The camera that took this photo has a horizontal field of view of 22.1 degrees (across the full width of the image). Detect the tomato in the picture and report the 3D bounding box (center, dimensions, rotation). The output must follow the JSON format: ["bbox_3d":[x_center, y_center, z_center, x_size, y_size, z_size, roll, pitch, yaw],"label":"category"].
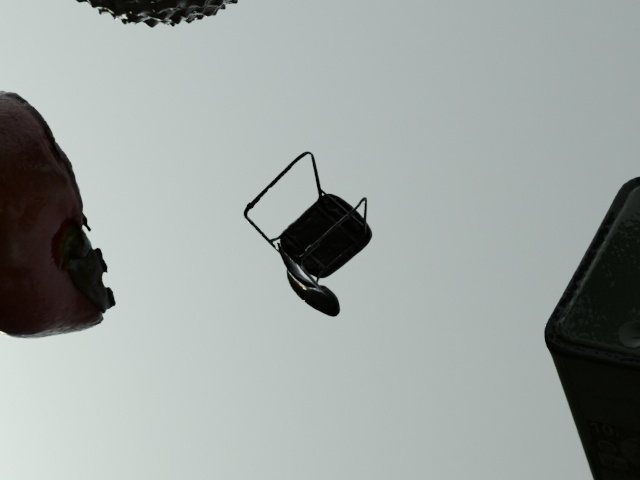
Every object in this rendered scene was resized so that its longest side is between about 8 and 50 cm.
[{"bbox_3d":[-0.421,-0.013,2.077,0.289,0.176,0.335,30,-41,47],"label":"tomato"}]

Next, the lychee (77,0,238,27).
[{"bbox_3d":[-0.162,-0.357,1.673,0.300,0.300,0.300,50,-24,32],"label":"lychee"}]

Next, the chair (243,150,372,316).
[{"bbox_3d":[0.000,0.000,2.513,0.140,0.145,0.221,41,-13,32],"label":"chair"}]

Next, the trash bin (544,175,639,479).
[{"bbox_3d":[0.341,0.145,1.493,0.158,0.223,0.343,9,-42,32],"label":"trash bin"}]
